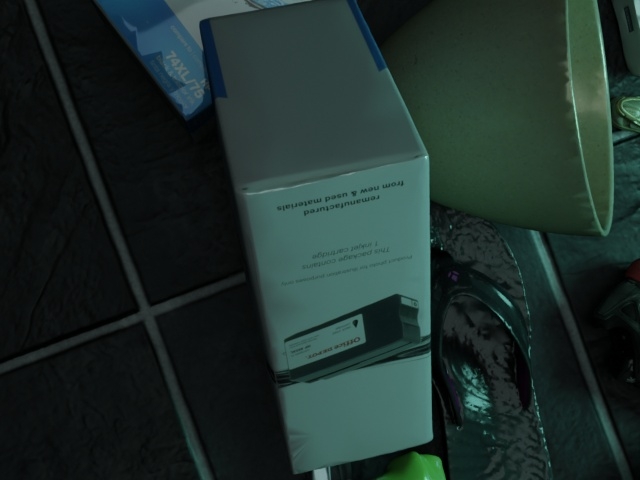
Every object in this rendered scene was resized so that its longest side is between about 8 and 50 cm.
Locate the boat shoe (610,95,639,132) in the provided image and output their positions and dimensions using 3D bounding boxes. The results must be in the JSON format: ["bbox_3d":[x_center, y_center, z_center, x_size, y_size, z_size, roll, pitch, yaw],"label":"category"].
[{"bbox_3d":[0.444,-0.157,1.228,0.152,0.048,0.056,12,88,-4],"label":"boat shoe"}]

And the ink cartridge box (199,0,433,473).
[{"bbox_3d":[0.000,0.000,0.982,0.166,0.286,0.395,-11,133,-5],"label":"ink cartridge box"}]

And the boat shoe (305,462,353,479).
[{"bbox_3d":[0.022,0.239,1.172,0.076,0.080,0.229,-2,90,-11],"label":"boat shoe"}]

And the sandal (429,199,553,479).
[{"bbox_3d":[0.197,0.149,1.172,0.167,0.107,0.446,-17,90,-5],"label":"sandal"}]

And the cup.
[{"bbox_3d":[0.193,-0.158,1.100,0.236,0.331,0.331,-6,89,22],"label":"cup"}]

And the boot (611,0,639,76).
[{"bbox_3d":[0.425,-0.308,1.227,0.086,0.069,0.190,-13,98,-12],"label":"boot"}]

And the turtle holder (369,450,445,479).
[{"bbox_3d":[0.110,0.438,1.118,0.227,0.243,0.320,-9,54,-20],"label":"turtle holder"}]

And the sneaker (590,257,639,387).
[{"bbox_3d":[0.439,0.162,1.197,0.135,0.097,0.276,-36,90,-5],"label":"sneaker"}]

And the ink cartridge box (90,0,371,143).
[{"bbox_3d":[-0.100,-0.279,1.111,0.270,0.198,0.197,-37,91,-4],"label":"ink cartridge box"}]
